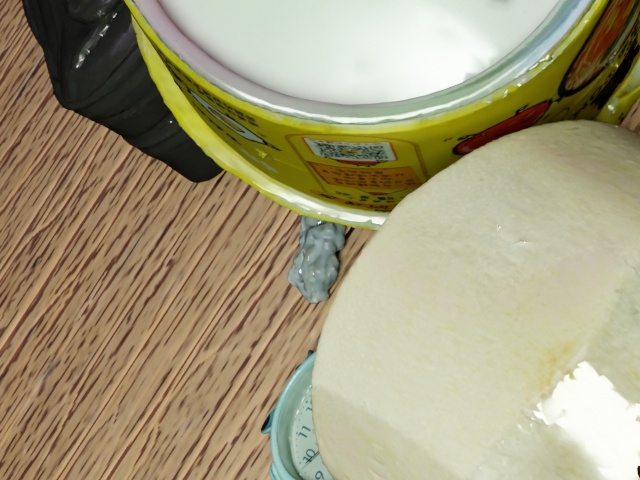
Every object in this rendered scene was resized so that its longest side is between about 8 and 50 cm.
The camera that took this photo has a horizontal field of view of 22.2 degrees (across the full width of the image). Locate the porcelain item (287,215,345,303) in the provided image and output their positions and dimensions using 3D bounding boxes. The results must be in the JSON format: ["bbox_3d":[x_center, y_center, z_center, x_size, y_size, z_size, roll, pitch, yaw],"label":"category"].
[{"bbox_3d":[0.000,0.000,1.021,0.036,0.028,0.083,-24,50,52],"label":"porcelain item"}]

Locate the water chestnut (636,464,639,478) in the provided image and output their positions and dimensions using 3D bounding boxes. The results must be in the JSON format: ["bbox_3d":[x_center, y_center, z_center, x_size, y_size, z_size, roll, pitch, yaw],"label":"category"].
[{"bbox_3d":[0.209,0.200,0.532,0.300,0.300,0.300,-22,52,32],"label":"water chestnut"}]

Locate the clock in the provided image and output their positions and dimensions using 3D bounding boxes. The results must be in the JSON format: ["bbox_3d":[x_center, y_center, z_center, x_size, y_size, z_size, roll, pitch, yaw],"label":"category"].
[{"bbox_3d":[0.016,0.104,0.929,0.147,0.045,0.108,23,82,48],"label":"clock"}]

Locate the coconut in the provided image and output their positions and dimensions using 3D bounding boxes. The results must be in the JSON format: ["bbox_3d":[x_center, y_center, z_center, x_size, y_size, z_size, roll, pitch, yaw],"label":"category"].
[{"bbox_3d":[0.115,0.061,0.743,0.241,0.241,0.241,-22,52,32],"label":"coconut"}]

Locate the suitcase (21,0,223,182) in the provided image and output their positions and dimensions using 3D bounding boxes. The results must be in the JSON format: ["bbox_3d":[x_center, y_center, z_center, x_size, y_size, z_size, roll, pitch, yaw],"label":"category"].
[{"bbox_3d":[-0.078,-0.247,1.147,0.339,0.188,0.345,-44,45,22],"label":"suitcase"}]

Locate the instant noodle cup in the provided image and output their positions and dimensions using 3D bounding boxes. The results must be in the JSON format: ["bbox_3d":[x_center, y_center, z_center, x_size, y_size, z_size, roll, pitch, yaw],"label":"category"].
[{"bbox_3d":[0.033,-0.168,0.819,0.326,0.254,0.325,0,89,6],"label":"instant noodle cup"}]
